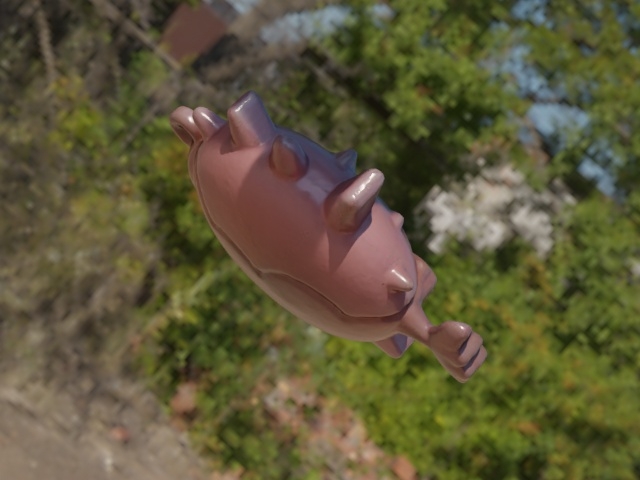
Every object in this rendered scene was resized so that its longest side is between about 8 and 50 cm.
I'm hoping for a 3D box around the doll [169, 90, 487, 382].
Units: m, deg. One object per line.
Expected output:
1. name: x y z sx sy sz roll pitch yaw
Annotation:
1. doll: 0.000 0.000 1.050 0.262 0.093 0.211 37 -19 18
